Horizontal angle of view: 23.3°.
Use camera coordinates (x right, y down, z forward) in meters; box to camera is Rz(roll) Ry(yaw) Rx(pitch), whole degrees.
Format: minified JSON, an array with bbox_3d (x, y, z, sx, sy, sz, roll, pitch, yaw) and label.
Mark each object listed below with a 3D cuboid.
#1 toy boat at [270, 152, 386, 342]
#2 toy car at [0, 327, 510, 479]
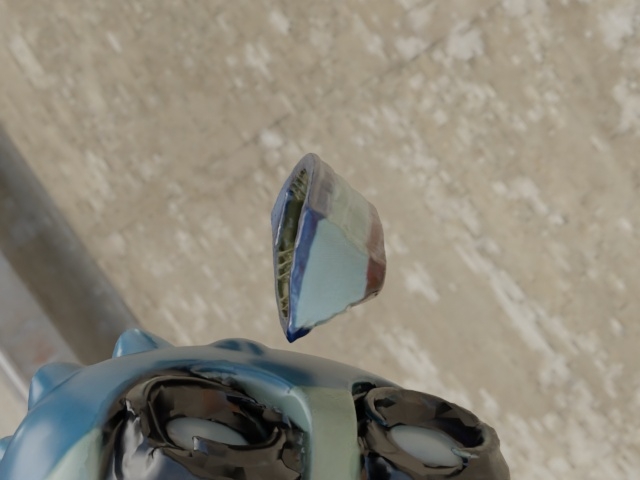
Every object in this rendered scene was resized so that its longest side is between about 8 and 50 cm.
[{"bbox_3d":[0.000,0.000,0.715,0.229,0.046,0.080,-109,26,-84],"label":"toy boat"},{"bbox_3d":[-0.045,0.135,0.738,0.190,0.255,0.188,45,122,53],"label":"toy car"}]
